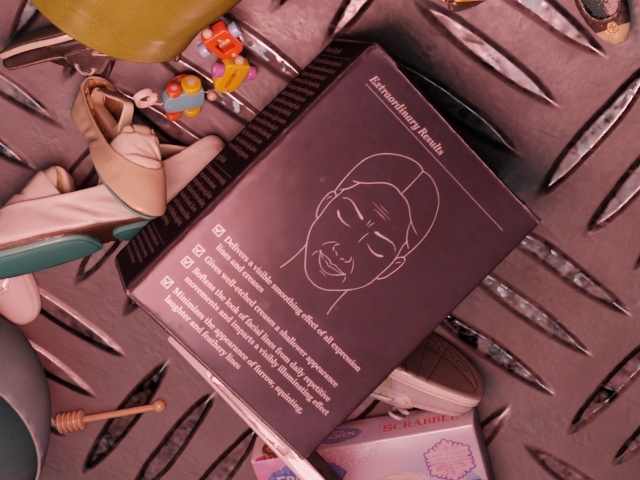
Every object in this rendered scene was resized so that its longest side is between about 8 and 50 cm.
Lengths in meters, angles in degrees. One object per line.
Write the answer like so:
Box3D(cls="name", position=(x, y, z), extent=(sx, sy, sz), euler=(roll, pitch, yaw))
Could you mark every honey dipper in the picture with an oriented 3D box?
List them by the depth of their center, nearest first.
Box3D(cls="honey dipper", position=(-0.299, 0.248, 1.929), extent=(0.160, 0.030, 0.030), euler=(-12, 112, 10))

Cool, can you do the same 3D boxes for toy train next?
Box3D(cls="toy train", position=(-0.151, -0.216, 1.668), extent=(0.166, 0.046, 0.125), euler=(-32, 149, 21))

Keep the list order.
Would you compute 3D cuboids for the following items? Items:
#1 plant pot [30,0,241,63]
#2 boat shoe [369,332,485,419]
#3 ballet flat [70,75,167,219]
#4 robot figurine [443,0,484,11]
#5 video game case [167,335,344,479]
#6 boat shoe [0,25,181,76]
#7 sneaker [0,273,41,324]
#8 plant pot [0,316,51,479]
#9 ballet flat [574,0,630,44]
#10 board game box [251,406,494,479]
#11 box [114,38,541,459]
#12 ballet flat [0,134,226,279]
Box3D(cls="plant pot", position=(-0.161, -0.393, 1.475), extent=(0.366, 0.366, 0.353), euler=(35, 126, -8))
Box3D(cls="boat shoe", position=(0.060, 0.166, 1.801), extent=(0.320, 0.118, 0.103), euler=(17, 121, 4))
Box3D(cls="ballet flat", position=(-0.244, -0.124, 1.651), extent=(0.086, 0.248, 0.086), euler=(-19, 133, -21))
Box3D(cls="robot figurine", position=(0.182, -0.401, 1.541), extent=(0.211, 0.085, 0.291), euler=(39, 113, -7))
Box3D(cls="video game case", position=(-0.074, 0.229, 1.749), extent=(0.025, 0.204, 0.285), euler=(-45, 78, -2))
Box3D(cls="boat shoe", position=(-0.289, -0.237, 1.680), extent=(0.233, 0.084, 0.079), euler=(-9, 112, 8))
Box3D(cls="sneaker", position=(-0.459, 0.037, 1.819), extent=(0.080, 0.094, 0.212), euler=(-25, 109, 16))
Box3D(cls="plant pot", position=(-0.486, 0.207, 1.832), extent=(0.290, 0.195, 0.290), euler=(6, 125, 9))
Box3D(cls="ballet flat", position=(0.318, -0.306, 1.585), extent=(0.057, 0.049, 0.173), euler=(-22, 109, 17))
Box3D(cls="board game box", position=(0.098, 0.396, 1.913), extent=(0.318, 0.066, 0.318), euler=(-12, 115, 12))
Box3D(cls="box", position=(0.000, 0.000, 1.598), extent=(0.395, 0.212, 0.293), euler=(-44, 106, -1))
Box3D(cls="ballet flat", position=(-0.291, -0.047, 1.746), extent=(0.400, 0.139, 0.139), euler=(-13, 112, 6))
